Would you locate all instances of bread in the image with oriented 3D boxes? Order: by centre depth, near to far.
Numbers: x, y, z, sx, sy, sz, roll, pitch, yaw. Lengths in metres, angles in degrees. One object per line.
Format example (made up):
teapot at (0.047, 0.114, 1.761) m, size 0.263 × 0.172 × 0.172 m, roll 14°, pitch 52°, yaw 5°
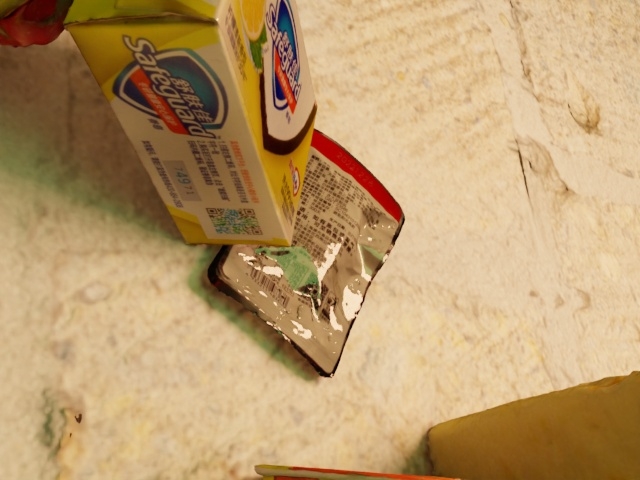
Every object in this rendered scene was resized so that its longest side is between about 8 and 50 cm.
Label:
bread at (0.272, 0.249, 0.571) m, size 0.242 × 0.405 × 0.345 m, roll 2°, pitch 62°, yaw -26°

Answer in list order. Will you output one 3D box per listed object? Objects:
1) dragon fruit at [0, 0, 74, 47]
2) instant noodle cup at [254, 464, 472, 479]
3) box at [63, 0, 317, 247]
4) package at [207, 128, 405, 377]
dragon fruit at (-0.259, -0.233, 0.497) m, size 0.237 × 0.231 × 0.302 m, roll 18°, pitch 64°, yaw -38°
instant noodle cup at (0.048, 0.259, 0.543) m, size 0.213 × 0.213 × 0.174 m, roll 16°, pitch 68°, yaw -32°
box at (-0.077, -0.128, 0.575) m, size 0.097 × 0.265 × 0.168 m, roll 4°, pitch 58°, yaw 11°
package at (0.000, 0.000, 0.728) m, size 0.154 × 0.030 × 0.239 m, roll 42°, pitch 50°, yaw -15°
